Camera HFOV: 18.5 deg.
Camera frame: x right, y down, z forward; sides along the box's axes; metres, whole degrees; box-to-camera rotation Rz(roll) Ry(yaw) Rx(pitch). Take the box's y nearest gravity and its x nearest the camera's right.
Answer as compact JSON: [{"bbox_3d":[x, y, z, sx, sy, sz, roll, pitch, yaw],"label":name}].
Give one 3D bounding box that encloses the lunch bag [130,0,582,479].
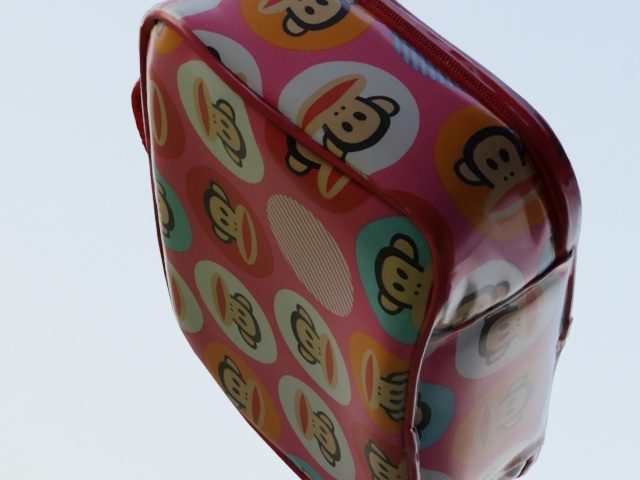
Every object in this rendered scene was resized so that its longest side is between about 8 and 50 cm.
[{"bbox_3d":[0.000,0.000,0.983,0.258,0.120,0.293,41,-28,27],"label":"lunch bag"}]
